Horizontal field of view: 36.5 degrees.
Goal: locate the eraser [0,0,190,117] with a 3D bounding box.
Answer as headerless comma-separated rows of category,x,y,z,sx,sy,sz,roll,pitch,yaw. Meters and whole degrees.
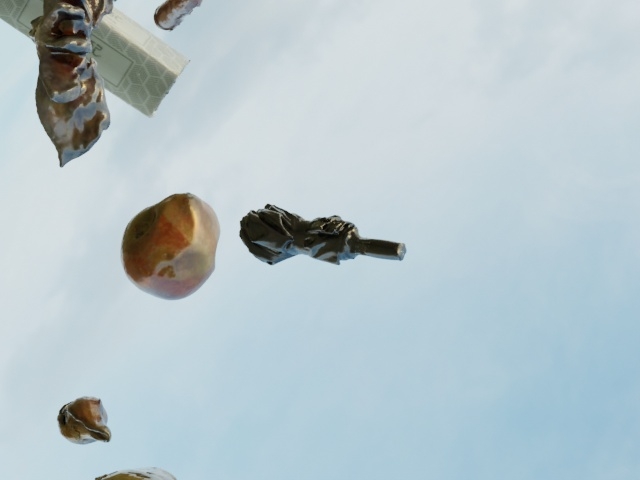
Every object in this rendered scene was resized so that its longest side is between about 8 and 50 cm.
eraser,-0.399,-0.351,1.503,0.098,0.404,0.096,-50,-164,24

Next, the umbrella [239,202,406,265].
umbrella,0.000,0.000,1.793,0.340,0.118,0.118,10,-115,29

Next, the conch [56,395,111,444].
conch,-0.413,0.319,1.731,0.080,0.086,0.232,-38,-173,-36

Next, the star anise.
star anise,-0.311,-0.252,1.229,0.198,0.110,0.258,121,-33,-49

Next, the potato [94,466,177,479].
potato,-0.262,0.354,1.303,0.243,0.138,0.098,6,-99,51

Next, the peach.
peach,-0.320,0.002,2.095,0.236,0.214,0.214,-60,-150,15

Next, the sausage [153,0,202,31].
sausage,-0.182,-0.302,1.244,0.036,0.042,0.158,-20,-176,-25
